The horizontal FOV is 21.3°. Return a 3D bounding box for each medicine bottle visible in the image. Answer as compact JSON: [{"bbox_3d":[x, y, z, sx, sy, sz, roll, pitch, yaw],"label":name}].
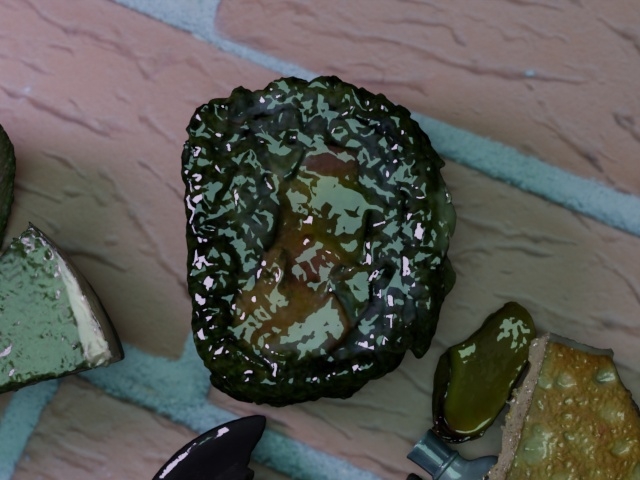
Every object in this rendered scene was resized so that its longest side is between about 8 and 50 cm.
[{"bbox_3d":[0.186,0.287,1.857,0.208,0.054,0.090,39,87,8],"label":"medicine bottle"}]

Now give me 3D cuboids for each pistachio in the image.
[{"bbox_3d":[0.174,0.146,1.874,0.089,0.049,0.173,29,78,16],"label":"pistachio"}]

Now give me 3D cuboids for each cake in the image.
[{"bbox_3d":[-0.344,0.145,1.866,0.172,0.158,0.283,41,83,5],"label":"cake"}]

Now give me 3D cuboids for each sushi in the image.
[{"bbox_3d":[0.000,0.000,1.844,0.294,0.178,0.352,-3,81,3],"label":"sushi"}]

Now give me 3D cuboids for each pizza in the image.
[{"bbox_3d":[0.283,0.208,1.847,0.204,0.080,0.188,15,83,-16],"label":"pizza"}]

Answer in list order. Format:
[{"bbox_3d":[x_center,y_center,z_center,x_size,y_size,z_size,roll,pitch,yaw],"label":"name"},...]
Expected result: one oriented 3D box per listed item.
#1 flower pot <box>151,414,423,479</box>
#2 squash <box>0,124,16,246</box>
[{"bbox_3d":[-0.052,0.377,1.782,0.379,0.251,0.379,0,86,5],"label":"flower pot"},{"bbox_3d":[-0.542,-0.056,1.868,0.309,0.310,0.310,28,88,17],"label":"squash"}]
